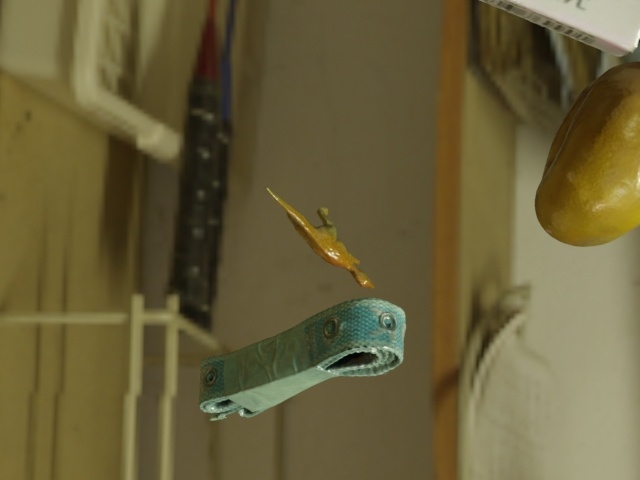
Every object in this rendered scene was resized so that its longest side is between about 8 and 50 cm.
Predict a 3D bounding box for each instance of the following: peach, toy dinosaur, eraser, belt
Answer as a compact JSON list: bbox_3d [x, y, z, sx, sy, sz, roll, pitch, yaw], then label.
[{"bbox_3d":[0.358,-0.106,1.985,0.251,0.153,0.251,-50,-178,2],"label":"peach"},{"bbox_3d":[0.000,0.000,2.025,0.126,0.039,0.162,55,15,29],"label":"toy dinosaur"},{"bbox_3d":[0.166,-0.276,1.442,0.086,0.287,0.130,146,-34,-90],"label":"eraser"},{"bbox_3d":[-0.025,0.139,1.813,0.087,0.302,0.072,20,58,-39],"label":"belt"}]
